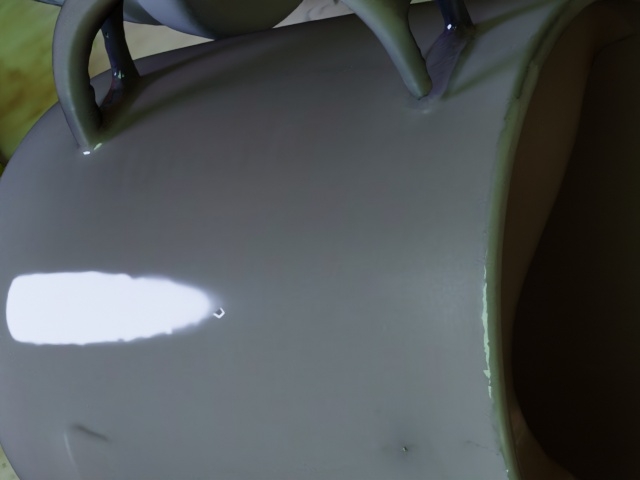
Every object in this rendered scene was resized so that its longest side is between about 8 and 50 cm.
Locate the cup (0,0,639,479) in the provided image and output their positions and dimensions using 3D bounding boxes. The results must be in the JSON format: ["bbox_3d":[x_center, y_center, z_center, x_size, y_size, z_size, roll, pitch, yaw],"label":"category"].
[{"bbox_3d":[0.000,0.000,0.602,0.200,0.191,0.253,-2,136,33],"label":"cup"}]

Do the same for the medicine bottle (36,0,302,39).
[{"bbox_3d":[-0.120,-0.158,0.713,0.249,0.133,0.133,16,104,30],"label":"medicine bottle"}]

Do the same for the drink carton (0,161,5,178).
[{"bbox_3d":[-0.291,-0.092,0.832,0.351,0.111,0.154,50,118,16],"label":"drink carton"}]
